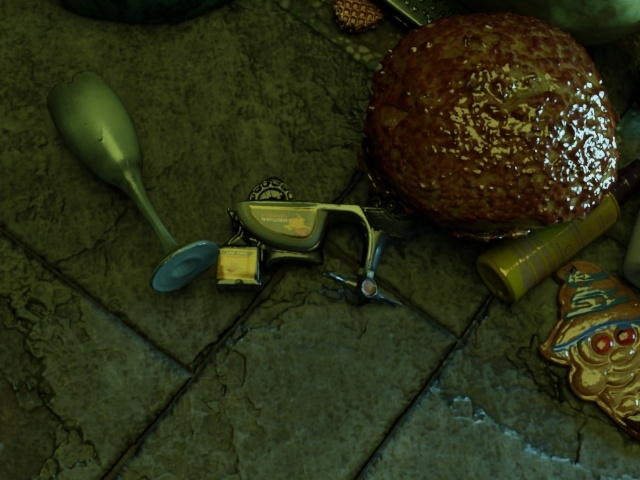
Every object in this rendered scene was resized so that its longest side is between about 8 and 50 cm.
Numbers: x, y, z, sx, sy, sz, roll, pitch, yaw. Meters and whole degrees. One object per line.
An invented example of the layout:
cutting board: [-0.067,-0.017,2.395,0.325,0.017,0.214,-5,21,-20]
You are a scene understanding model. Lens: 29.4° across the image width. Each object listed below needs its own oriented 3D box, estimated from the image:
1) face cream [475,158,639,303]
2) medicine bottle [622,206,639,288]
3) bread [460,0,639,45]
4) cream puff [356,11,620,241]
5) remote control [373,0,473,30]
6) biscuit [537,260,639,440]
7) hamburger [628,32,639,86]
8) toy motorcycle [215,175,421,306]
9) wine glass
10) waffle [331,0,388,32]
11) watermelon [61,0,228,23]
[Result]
face cream: [0.332,-0.024,1.618,0.273,0.078,0.078,-36,77,-14]
medicine bottle: [0.495,-0.051,1.597,0.144,0.144,0.252,18,75,2]
bread: [0.318,-0.408,1.617,0.320,0.320,0.237,26,81,5]
cream puff: [0.223,-0.165,1.552,0.350,0.229,0.350,6,45,-6]
remote control: [0.149,-0.319,1.709,0.222,0.042,0.072,35,68,-2]
biscuit: [0.386,0.149,1.590,0.183,0.043,0.280,-24,72,-7]
hamburger: [0.512,-0.255,1.651,0.189,0.215,0.122,-33,70,17]
toy motorcycle: [0.000,0.000,1.588,0.263,0.091,0.157,3,80,-1]
wine glass: [-0.318,-0.035,1.574,0.264,0.096,0.309,-35,68,-1]
waffle: [0.055,-0.331,1.728,0.083,0.029,0.075,-29,79,-16]
watermelon: [-0.220,-0.398,1.680,0.292,0.319,0.222,18,106,9]
